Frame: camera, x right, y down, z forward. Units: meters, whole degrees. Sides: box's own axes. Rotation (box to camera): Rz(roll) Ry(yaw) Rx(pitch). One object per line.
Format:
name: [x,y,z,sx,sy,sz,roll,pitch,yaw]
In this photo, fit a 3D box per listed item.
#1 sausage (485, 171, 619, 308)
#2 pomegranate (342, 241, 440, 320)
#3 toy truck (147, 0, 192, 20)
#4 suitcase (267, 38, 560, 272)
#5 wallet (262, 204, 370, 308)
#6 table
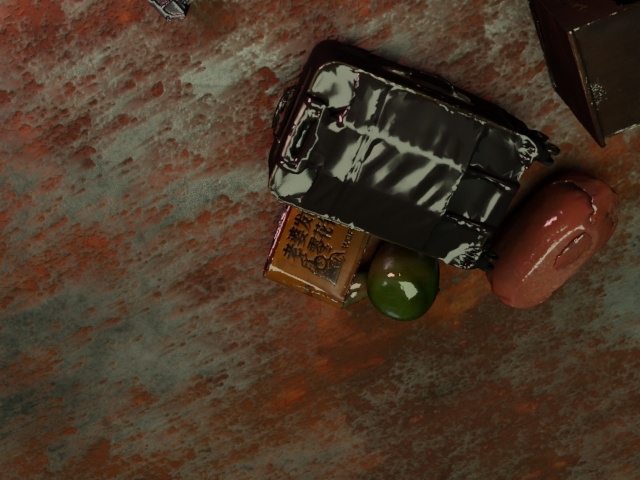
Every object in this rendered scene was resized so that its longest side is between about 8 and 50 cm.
sausage: [0.406,-0.003,1.608,0.152,0.152,0.279,31,114,-19]
pomegranate: [0.122,0.075,1.642,0.191,0.152,0.131,-15,120,22]
toy truck: [-0.261,-0.419,1.362,0.092,0.083,0.192,-34,118,22]
suitcase: [0.132,-0.142,1.483,0.434,0.194,0.283,18,114,-14]
wallet: [0.000,0.000,1.589,0.161,0.042,0.195,22,82,-11]
table: [0.493,-0.320,1.372,0.282,0.250,0.196,-21,119,8]
